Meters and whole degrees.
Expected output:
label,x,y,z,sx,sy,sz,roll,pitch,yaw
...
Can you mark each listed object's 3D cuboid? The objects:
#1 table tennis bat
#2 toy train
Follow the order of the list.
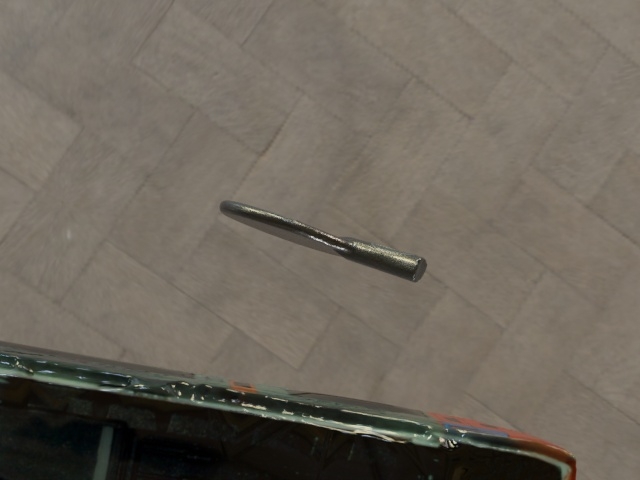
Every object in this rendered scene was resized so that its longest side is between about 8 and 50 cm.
label,x,y,z,sx,sy,sz,roll,pitch,yaw
table tennis bat,0.000,0.000,1.205,0.236,0.150,0.027,17,85,26
toy train,-0.052,0.129,0.710,0.409,0.089,0.086,10,91,-8
